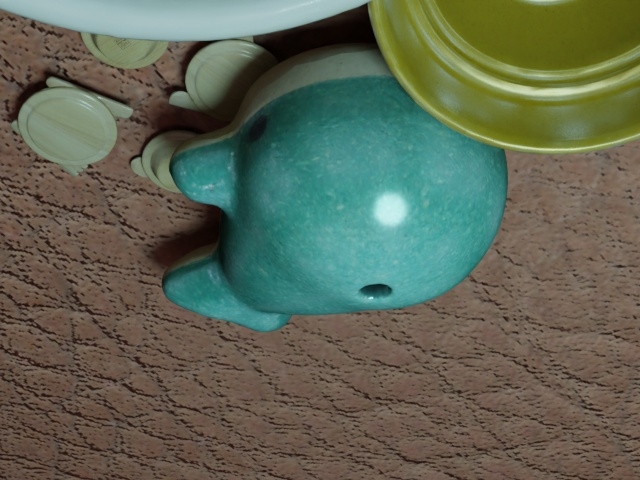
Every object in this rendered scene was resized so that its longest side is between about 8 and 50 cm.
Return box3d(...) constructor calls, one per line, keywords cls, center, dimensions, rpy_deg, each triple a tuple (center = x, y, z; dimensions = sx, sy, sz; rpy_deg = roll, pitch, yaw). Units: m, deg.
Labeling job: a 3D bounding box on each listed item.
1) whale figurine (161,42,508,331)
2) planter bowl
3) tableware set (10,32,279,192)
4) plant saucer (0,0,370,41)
box3d(cls="whale figurine", center=(0.000, 0.000, 0.712), dimensions=(0.216, 0.141, 0.272), rpy_deg=(20, 137, -30))
box3d(cls="planter bowl", center=(0.132, -0.159, 0.592), dimensions=(0.217, 0.090, 0.217), rpy_deg=(0, 129, 0))
box3d(cls="tableware set", center=(-0.109, -0.090, 0.718), dimensions=(0.141, 0.020, 0.169), rpy_deg=(25, 128, -22))
box3d(cls="plant saucer", center=(-0.059, -0.280, 0.418), dimensions=(0.400, 0.100, 0.400), rpy_deg=(-3, 120, -6))
